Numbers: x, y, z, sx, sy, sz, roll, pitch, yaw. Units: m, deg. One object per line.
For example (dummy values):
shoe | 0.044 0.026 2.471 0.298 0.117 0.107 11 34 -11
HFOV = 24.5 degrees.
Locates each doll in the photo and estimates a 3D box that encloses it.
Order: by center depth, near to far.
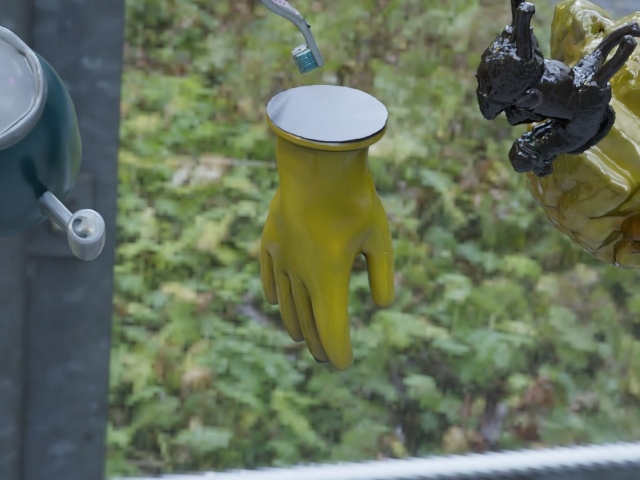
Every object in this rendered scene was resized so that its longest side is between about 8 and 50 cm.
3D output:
doll | 0.190 -0.124 1.227 0.139 0.165 0.057 13 37 -18

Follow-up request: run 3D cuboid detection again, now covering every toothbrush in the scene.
toothbrush | -0.034 -0.157 0.900 0.022 0.204 0.017 -33 60 3

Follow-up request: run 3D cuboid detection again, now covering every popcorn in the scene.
popcorn | 0.326 -0.132 1.540 0.225 0.265 0.332 12 48 -31

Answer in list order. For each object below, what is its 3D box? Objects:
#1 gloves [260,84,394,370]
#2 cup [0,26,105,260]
gloves | -0.001 -0.001 1.498 0.116 0.294 0.133 -15 36 -27
cup | -0.293 -0.103 1.287 0.167 0.173 0.299 -41 81 -17
